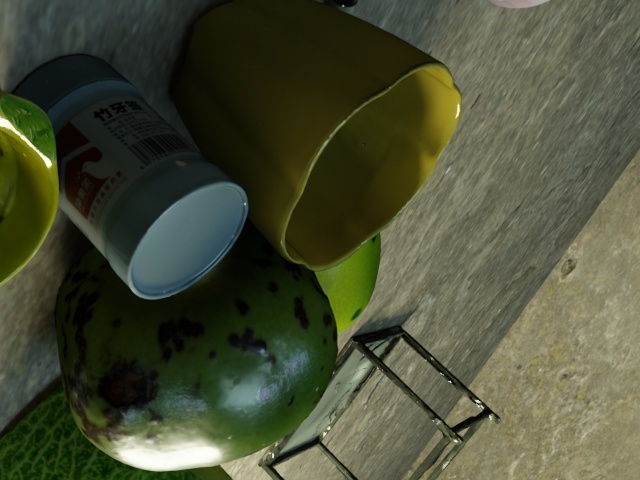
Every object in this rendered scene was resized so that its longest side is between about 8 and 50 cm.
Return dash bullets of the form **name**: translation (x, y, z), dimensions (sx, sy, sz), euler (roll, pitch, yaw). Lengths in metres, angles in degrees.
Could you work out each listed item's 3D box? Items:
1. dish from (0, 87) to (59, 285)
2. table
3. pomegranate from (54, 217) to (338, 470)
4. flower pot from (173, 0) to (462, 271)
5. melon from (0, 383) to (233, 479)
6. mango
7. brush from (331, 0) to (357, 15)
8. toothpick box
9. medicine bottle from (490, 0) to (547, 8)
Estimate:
- **dish**: translation (-0.243, -0.033, 0.474), dimensions (0.149, 0.080, 0.207), euler (-7, 136, -52)
- **table**: translation (0.112, 0.387, 1.511), dimensions (0.335, 0.272, 0.222), euler (-56, 155, 18)
- **pomegranate**: translation (-0.112, 0.072, 0.689), dimensions (0.254, 0.254, 0.270), euler (-37, 144, -23)
- **flower pot**: translation (-0.015, -0.101, 0.635), dimensions (0.195, 0.179, 0.195), euler (-37, 153, -23)
- **melon**: translation (-0.269, 0.343, 0.886), dimensions (0.343, 0.226, 0.331), euler (-48, 118, -1)
- **mango**: translation (0.000, 0.000, 0.867), dimensions (0.175, 0.143, 0.293), euler (-48, 160, -43)
- **brush**: translation (0.016, -0.208, 0.716), dimensions (0.042, 0.039, 0.299), euler (-27, 153, -33)
- **toothpick box**: translation (-0.136, -0.046, 0.544), dimensions (0.101, 0.153, 0.101), euler (-38, 154, -22)
- **medicine bottle**: translation (0.163, -0.289, 0.712), dimensions (0.135, 0.135, 0.168), euler (-57, 156, 20)
